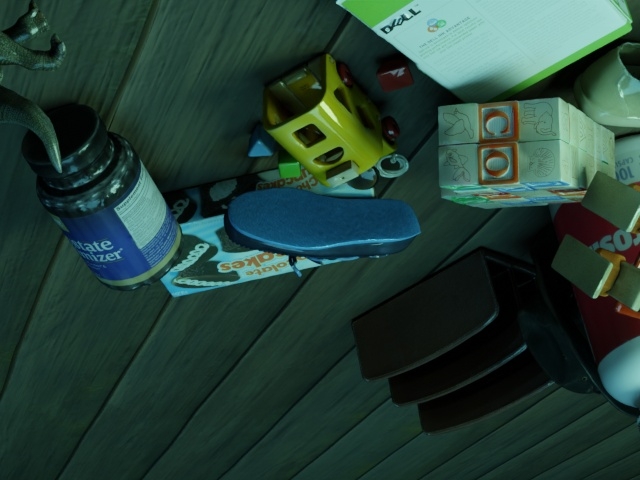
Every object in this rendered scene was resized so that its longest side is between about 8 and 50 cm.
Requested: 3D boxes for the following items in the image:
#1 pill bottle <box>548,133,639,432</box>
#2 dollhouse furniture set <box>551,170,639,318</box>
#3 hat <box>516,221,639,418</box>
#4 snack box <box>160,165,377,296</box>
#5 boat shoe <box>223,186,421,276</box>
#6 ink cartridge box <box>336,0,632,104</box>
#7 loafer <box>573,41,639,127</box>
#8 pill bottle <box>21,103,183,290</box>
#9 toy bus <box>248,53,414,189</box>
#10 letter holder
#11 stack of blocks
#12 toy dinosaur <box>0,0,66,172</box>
[{"bbox_3d":[0.464,0.078,1.327,0.229,0.407,0.229,-8,151,-4],"label":"pill bottle"},{"bbox_3d":[0.409,-0.027,1.092,0.262,0.135,0.259,17,104,-24],"label":"dollhouse furniture set"},{"bbox_3d":[0.392,0.135,1.509,0.331,0.331,0.134,17,144,-39],"label":"hat"},{"bbox_3d":[-0.078,-0.017,1.352,0.322,0.060,0.187,-13,150,5],"label":"snack box"},{"bbox_3d":[0.000,0.000,1.244,0.258,0.109,0.089,8,146,-20],"label":"boat shoe"},{"bbox_3d":[0.158,-0.252,0.967,0.189,0.097,0.255,-28,145,31],"label":"ink cartridge box"},{"bbox_3d":[0.439,-0.183,1.168,0.269,0.102,0.092,-3,157,-10],"label":"loafer"},{"bbox_3d":[-0.255,-0.050,1.160,0.123,0.122,0.219,-15,138,9],"label":"pill bottle"},{"bbox_3d":[0.021,-0.113,1.141,0.202,0.104,0.191,6,139,-7],"label":"toy bus"},{"bbox_3d":[0.222,0.185,1.647,0.152,0.214,0.302,18,141,-40],"label":"letter holder"},{"bbox_3d":[0.225,-0.092,1.137,0.171,0.087,0.297,-2,177,26],"label":"stack of blocks"},{"bbox_3d":[-0.319,-0.177,0.850,0.160,0.313,0.121,-29,-179,-10],"label":"toy dinosaur"}]
